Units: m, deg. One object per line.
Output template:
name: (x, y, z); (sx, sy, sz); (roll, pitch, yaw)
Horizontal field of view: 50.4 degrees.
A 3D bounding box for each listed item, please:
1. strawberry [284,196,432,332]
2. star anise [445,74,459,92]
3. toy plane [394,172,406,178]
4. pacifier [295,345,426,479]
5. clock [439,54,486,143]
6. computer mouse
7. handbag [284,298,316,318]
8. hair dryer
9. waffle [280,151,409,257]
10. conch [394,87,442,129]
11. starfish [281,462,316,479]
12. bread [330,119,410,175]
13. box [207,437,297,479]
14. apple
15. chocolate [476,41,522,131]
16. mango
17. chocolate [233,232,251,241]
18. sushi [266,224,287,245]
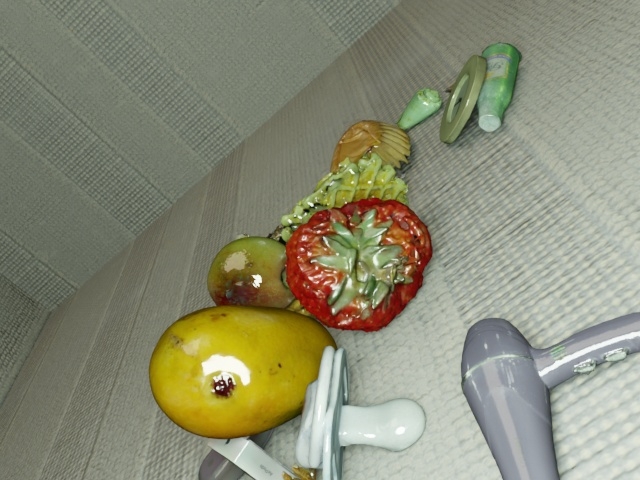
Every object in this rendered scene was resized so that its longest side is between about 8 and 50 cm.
strawberry: (0.079, 0.062, 1.409); (0.312, 0.267, 0.351); (-23, -14, -14)
star anise: (0.423, -0.431, 1.864); (0.129, 0.056, 0.124); (-42, 47, -3)
toy plane: (0.177, -0.102, 1.736); (0.078, 0.053, 0.197); (-21, 33, 30)
pacifier: (0.069, 0.298, 1.117); (0.207, 0.227, 0.279); (3, 37, 7)
clock: (0.362, -0.358, 1.733); (0.235, 0.029, 0.235); (-162, 90, -85)
computer mouse: (-0.165, 0.424, 1.409); (0.232, 0.057, 0.120); (-50, 23, -6)
handbag: (-0.156, 0.214, 1.677); (0.283, 0.133, 0.401); (6, 52, 52)
hair dryer: (0.360, 0.180, 0.881); (0.361, 0.121, 0.301); (-30, 35, 21)
waffle: (0.058, -0.046, 1.532); (0.317, 0.297, 0.073); (-38, 50, -2)
conch: (0.289, -0.392, 2.011); (0.170, 0.079, 0.106); (-36, 8, 37)
starfish: (-0.026, 0.421, 1.163); (0.041, 0.130, 0.133); (10, 8, 26)
bread: (0.129, -0.232, 1.911); (0.274, 0.149, 0.274); (-31, 30, 20)
box: (-0.128, 0.411, 1.269); (0.051, 0.130, 0.129); (-54, 24, -19)
apple: (-0.157, 0.084, 1.590); (0.188, 0.174, 0.207); (-16, 54, 32)
chocolate: (0.435, -0.378, 1.696); (0.110, 0.110, 0.291); (-26, 32, 40)
mango: (-0.129, 0.235, 1.307); (0.300, 0.232, 0.445); (4, 2, 26)
chocolate: (-0.278, 0.084, 2.177); (0.085, 0.085, 0.219); (-20, 37, 46)
sushi: (-0.117, -0.013, 2.094); (0.279, 0.043, 0.192); (-17, 35, 49)
